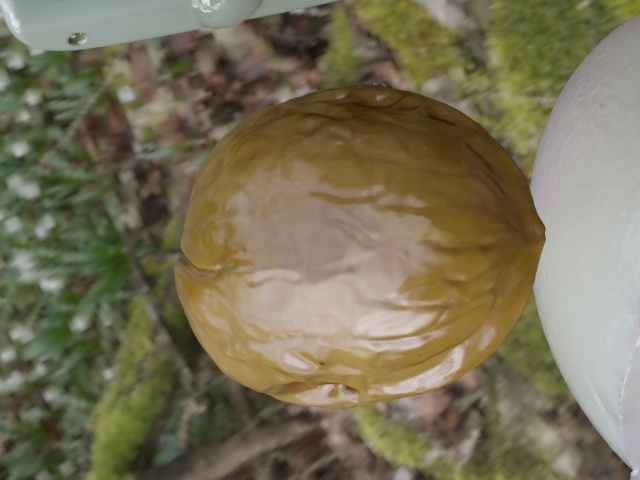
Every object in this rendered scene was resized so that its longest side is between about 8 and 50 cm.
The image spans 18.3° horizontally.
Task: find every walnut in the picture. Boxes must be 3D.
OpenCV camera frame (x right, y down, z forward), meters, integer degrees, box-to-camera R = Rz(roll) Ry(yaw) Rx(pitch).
[{"bbox_3d":[0.000,0.000,0.994,0.211,0.087,0.167,-7,81,34],"label":"walnut"}]

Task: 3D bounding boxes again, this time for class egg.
[{"bbox_3d":[0.305,-0.028,1.374,0.354,0.355,0.340,-58,33,30],"label":"egg"}]

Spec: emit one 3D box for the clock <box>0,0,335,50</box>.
[{"bbox_3d":[-0.043,-0.237,1.010,0.324,0.265,0.108,110,142,-57],"label":"clock"}]
